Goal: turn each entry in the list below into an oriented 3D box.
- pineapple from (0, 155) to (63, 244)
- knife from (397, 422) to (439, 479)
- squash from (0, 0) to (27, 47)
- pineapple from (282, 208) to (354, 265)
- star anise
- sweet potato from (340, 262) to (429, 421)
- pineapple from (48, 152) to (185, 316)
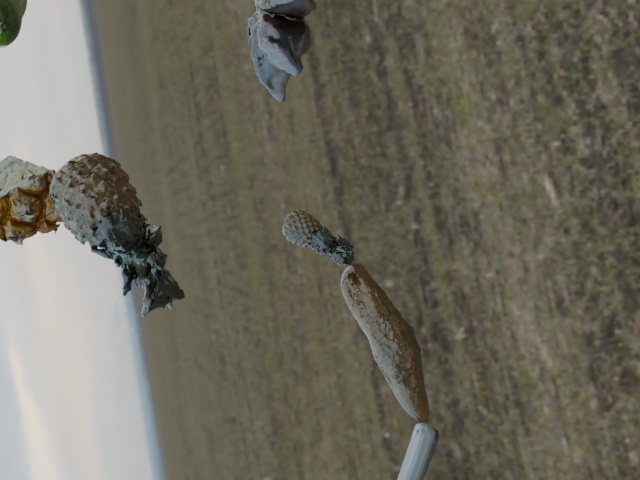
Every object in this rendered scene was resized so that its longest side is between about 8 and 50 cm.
[{"bbox_3d":[-0.574,-0.080,2.049,0.186,0.236,0.114,-85,-14,-54],"label":"pineapple"},{"bbox_3d":[0.165,0.487,2.181,0.266,0.040,0.073,-69,17,-5],"label":"knife"},{"bbox_3d":[-0.561,-0.401,1.902,0.395,0.107,0.107,-117,21,-65],"label":"squash"},{"bbox_3d":[0.000,0.000,2.161,0.159,0.074,0.074,30,140,29],"label":"pineapple"},{"bbox_3d":[-0.051,-0.243,1.219,0.208,0.063,0.172,-109,23,-48],"label":"star anise"},{"bbox_3d":[0.136,0.191,2.131,0.341,0.092,0.114,64,169,9],"label":"sweet potato"},{"bbox_3d":[-0.338,-0.009,1.851,0.310,0.141,0.170,53,167,25],"label":"pineapple"}]
